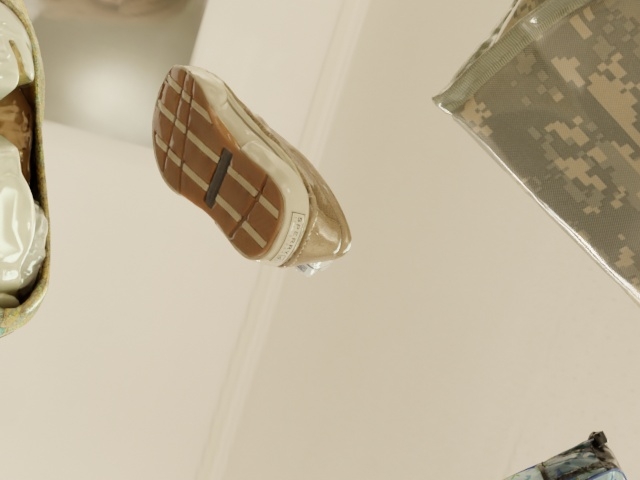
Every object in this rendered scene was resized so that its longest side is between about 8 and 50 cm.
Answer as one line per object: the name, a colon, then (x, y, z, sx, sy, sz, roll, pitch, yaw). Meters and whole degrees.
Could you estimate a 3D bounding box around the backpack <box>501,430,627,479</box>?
backpack: (0.185, 0.219, 0.783, 0.084, 0.114, 0.105, -98, 165, -67)

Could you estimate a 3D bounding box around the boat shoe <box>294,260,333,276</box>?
boat shoe: (0.000, 0.000, 0.772, 0.035, 0.035, 0.100, -45, 177, 12)

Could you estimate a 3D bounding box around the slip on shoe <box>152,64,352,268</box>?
slip on shoe: (-0.033, -0.033, 0.447, 0.135, 0.041, 0.051, 44, -63, 46)

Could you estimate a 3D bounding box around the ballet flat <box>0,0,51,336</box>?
ballet flat: (-0.274, -0.092, 0.841, 0.123, 0.123, 0.349, 174, -87, -66)

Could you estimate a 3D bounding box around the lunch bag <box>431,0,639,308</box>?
lunch bag: (0.236, -0.107, 0.615, 0.169, 0.235, 0.287, -38, -170, 48)
